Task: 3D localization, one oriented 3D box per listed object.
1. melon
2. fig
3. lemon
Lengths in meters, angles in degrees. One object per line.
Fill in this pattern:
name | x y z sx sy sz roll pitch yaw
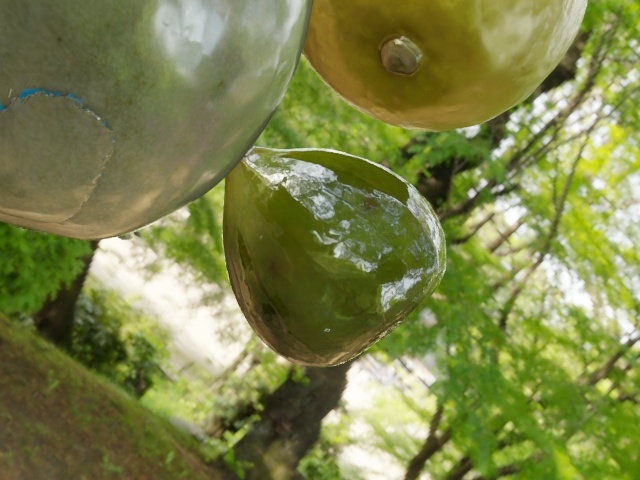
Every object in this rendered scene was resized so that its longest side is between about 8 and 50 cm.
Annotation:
melon | -0.130 -0.156 0.487 0.268 0.268 0.330 -125 -152 -74
fig | 0.000 0.000 0.866 0.225 0.203 0.203 51 1 -15
lemon | 0.114 -0.275 0.949 0.348 0.348 0.348 47 2 -2
